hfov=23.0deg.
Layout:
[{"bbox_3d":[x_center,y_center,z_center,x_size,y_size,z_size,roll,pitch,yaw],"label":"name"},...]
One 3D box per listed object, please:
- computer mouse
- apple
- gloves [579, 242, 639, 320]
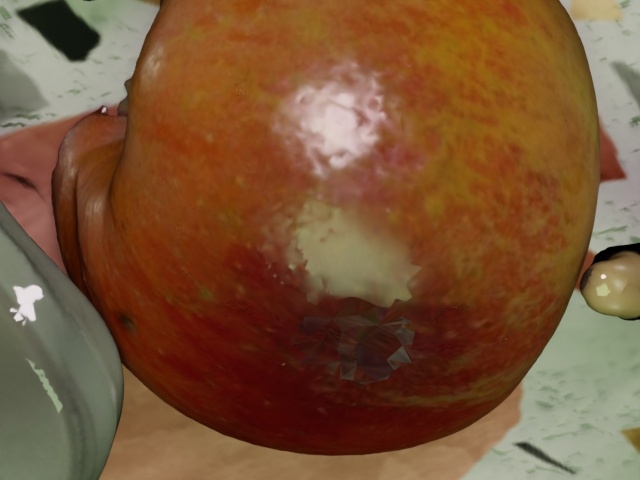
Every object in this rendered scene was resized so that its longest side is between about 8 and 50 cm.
[{"bbox_3d":[-0.215,0.104,0.834,0.095,0.197,0.331,-20,150,-45],"label":"computer mouse"},{"bbox_3d":[0.000,0.000,0.758,0.251,0.163,0.293,16,125,-14],"label":"apple"},{"bbox_3d":[0.261,0.037,0.785,0.301,0.152,0.197,3,117,-34],"label":"gloves"}]
